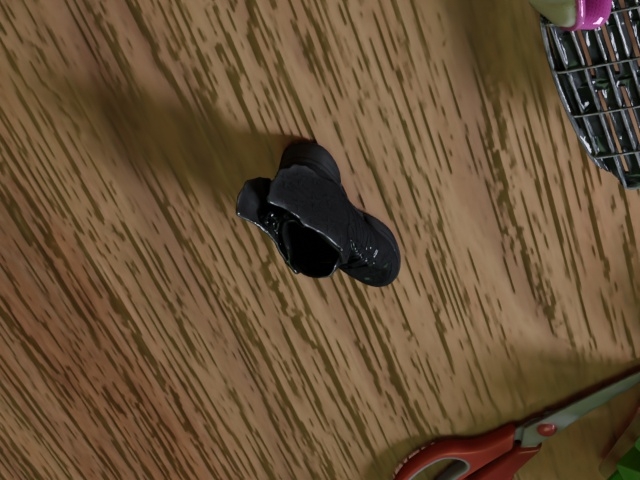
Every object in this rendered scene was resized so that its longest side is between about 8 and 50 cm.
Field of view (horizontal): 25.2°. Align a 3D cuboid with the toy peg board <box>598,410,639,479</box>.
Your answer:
[{"bbox_3d":[0.290,0.204,1.104,0.160,0.079,0.161,43,142,19],"label":"toy peg board"}]

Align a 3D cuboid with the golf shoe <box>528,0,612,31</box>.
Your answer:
[{"bbox_3d":[0.204,-0.209,0.682,0.306,0.115,0.140,-27,85,37],"label":"golf shoe"}]

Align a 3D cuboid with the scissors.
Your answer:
[{"bbox_3d":[0.165,0.158,1.176,0.109,0.021,0.297,23,136,-16],"label":"scissors"}]

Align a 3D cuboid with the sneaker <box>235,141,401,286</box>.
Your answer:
[{"bbox_3d":[0.002,-0.001,0.982,0.051,0.089,0.170,-16,132,24],"label":"sneaker"}]

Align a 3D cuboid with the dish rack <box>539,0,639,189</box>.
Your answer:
[{"bbox_3d":[0.270,-0.125,0.826,0.271,0.074,0.208,-10,133,21],"label":"dish rack"}]
